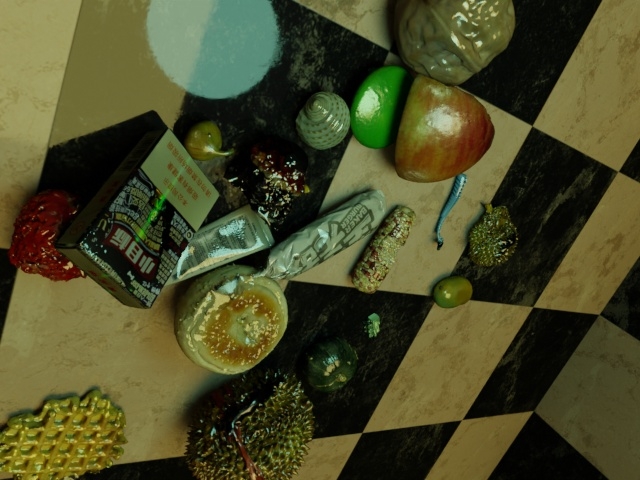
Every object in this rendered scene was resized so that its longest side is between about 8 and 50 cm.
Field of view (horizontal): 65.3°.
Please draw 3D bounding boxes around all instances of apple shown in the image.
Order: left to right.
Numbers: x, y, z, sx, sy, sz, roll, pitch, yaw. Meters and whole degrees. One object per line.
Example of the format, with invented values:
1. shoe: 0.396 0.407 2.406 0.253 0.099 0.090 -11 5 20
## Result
1. apple: 0.297 -0.259 1.271 0.254 0.179 0.346 -25 155 1

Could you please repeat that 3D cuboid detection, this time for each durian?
1. durian: -0.198 0.553 1.435 0.384 0.348 0.348 -22 129 -6
2. durian: 0.603 -0.015 1.709 0.193 0.138 0.237 -30 130 -13

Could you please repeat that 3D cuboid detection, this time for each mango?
1. mango: 0.479 0.183 1.798 0.191 0.085 0.122 -6 112 -41

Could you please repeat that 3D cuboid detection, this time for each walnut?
1. walnut: 0.300 -0.490 1.141 0.273 0.227 0.273 -14 125 -21

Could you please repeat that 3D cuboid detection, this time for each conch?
1. conch: 0.010 -0.274 1.182 0.135 0.102 0.153 -29 132 9

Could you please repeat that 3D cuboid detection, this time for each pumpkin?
1. pumpkin: 0.031 0.396 1.593 0.190 0.146 0.190 -38 153 -23

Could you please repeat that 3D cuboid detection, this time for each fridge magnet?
1. fridge magnet: 0.155 -0.329 1.238 0.208 0.088 0.208 -21 129 -28

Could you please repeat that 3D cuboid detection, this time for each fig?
1. fig: -0.242 -0.203 1.059 0.084 0.098 0.082 -30 151 -40

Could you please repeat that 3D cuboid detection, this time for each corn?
1. corn: 0.192 0.028 1.495 0.098 0.098 0.290 22 105 -40

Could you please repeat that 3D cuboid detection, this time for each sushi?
1. sushi: -0.102 -0.154 1.147 0.150 0.153 0.172 -38 115 20

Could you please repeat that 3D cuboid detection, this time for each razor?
1. razor: 0.411 -0.094 1.597 0.082 0.042 0.253 -47 155 -64

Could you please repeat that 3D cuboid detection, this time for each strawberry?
1. strawberry: -0.512 -0.002 0.976 0.201 0.187 0.184 -21 93 13

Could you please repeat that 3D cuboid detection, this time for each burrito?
1. burrito: 0.000 0.000 1.311 0.445 0.101 0.139 -31 154 -29

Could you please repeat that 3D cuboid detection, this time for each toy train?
1. toy train: 0.177 0.291 1.697 0.053 0.033 0.083 -29 131 -20

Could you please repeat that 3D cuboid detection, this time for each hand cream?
1. hand cream: -0.282 0.023 1.196 0.340 0.078 0.124 -25 95 -20

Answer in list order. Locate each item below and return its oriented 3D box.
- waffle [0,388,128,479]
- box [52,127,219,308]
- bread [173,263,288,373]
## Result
1. waffle: -0.659 0.521 1.280 0.311 0.060 0.307 -17 124 -24
2. box: -0.346 -0.048 0.990 0.198 0.084 0.310 59 43 -42
3. bread: -0.229 0.191 1.274 0.305 0.159 0.306 -15 120 -29
